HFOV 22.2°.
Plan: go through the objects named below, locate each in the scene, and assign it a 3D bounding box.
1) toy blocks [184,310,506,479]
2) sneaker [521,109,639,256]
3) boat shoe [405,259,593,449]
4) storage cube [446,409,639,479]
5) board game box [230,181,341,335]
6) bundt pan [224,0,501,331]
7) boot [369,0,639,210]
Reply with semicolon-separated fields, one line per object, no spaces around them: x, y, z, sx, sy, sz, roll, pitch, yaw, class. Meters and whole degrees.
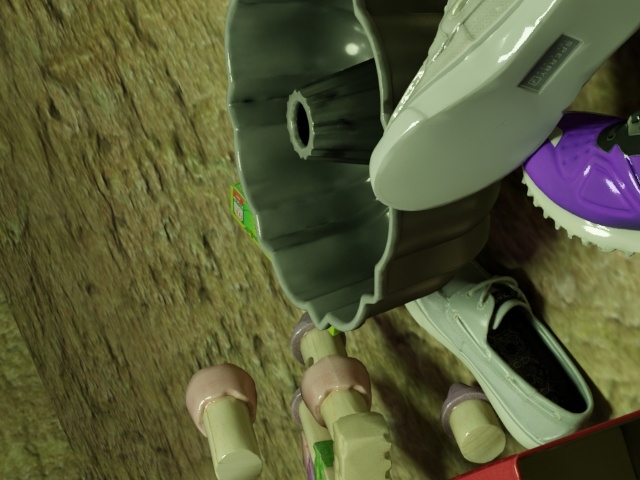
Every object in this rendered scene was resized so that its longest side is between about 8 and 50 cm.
0.029;0.216;1.562;0.260;0.309;0.288;-112;18;-60;toy blocks
0.238;-0.056;0.993;0.293;0.102;0.146;30;135;47;sneaker
0.147;0.068;1.344;0.227;0.079;0.081;53;146;14;boat shoe
0.205;0.231;1.183;0.193;0.215;0.184;-39;68;62;storage cube
0.000;0.000;1.553;0.181;0.092;0.043;49;152;32;board game box
0.038;-0.100;1.274;0.331;0.124;0.331;169;90;-69;bundt pan
0.116;-0.138;1.058;0.258;0.095;0.123;-44;42;31;boot
